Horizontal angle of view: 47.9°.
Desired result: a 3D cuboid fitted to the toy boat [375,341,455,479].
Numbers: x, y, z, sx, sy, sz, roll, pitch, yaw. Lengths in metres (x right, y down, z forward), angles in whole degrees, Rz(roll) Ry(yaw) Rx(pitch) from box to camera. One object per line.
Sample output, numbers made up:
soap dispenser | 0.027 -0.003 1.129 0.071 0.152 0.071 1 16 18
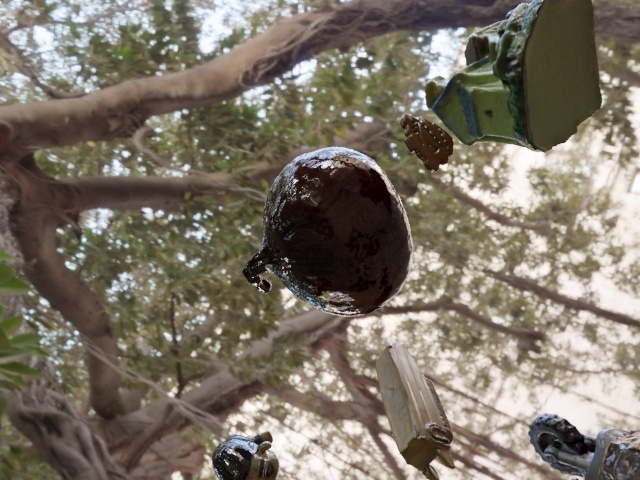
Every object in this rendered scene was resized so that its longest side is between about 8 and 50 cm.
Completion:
toy boat | 0.187 0.327 1.400 0.115 0.310 0.089 21 -63 -24

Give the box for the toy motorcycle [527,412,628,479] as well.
toy motorcycle | 0.370 0.326 0.889 0.106 0.159 0.270 -34 -87 -37

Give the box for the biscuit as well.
biscuit | 0.135 -0.120 0.874 0.092 0.082 0.016 -11 -22 -43

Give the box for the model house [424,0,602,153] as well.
model house | 0.253 -0.232 0.999 0.214 0.189 0.195 -37 -61 -35

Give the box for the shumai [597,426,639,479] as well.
shumai | 0.228 0.173 0.323 0.218 0.184 0.185 102 159 -80

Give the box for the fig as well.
fig | 0.017 -0.007 0.987 0.214 0.235 0.235 -6 -69 -37

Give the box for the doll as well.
doll | -0.097 0.296 0.951 0.102 0.089 0.179 -59 -7 -7
